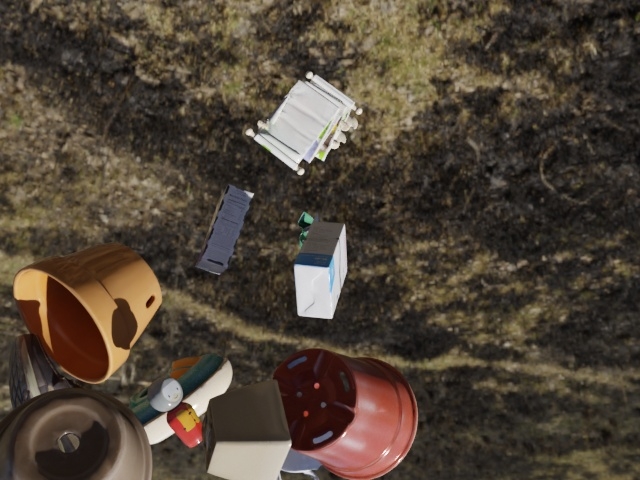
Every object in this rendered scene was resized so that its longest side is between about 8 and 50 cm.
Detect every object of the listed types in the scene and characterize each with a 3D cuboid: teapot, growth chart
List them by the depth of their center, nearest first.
[{"bbox_3d":[-0.025,-0.251,1.405,0.172,0.237,0.021,42,156,-7],"label":"growth chart"},{"bbox_3d":[-0.027,0.538,1.804,0.187,0.252,0.255,27,108,3],"label":"teapot"}]

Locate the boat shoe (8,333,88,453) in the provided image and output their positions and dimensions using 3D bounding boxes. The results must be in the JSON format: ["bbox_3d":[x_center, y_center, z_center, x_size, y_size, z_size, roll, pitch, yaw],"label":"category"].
[{"bbox_3d":[-0.550,0.359,1.378,0.130,0.355,0.132,-9,159,-44],"label":"boat shoe"}]

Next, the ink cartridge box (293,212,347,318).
[{"bbox_3d":[0.006,0.037,1.125,0.060,0.180,0.104,3,122,12],"label":"ink cartridge box"}]

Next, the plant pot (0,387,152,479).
[{"bbox_3d":[-0.369,0.322,0.954,0.263,0.262,0.229,9,148,-16],"label":"plant pot"}]

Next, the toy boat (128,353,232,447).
[{"bbox_3d":[-0.310,0.332,1.411,0.268,0.148,0.318,-35,-172,-12],"label":"toy boat"}]

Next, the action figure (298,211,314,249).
[{"bbox_3d":[0.000,0.000,1.919,0.064,0.137,0.232,6,177,19],"label":"action figure"}]

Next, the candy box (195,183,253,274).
[{"bbox_3d":[-0.240,-0.024,1.632,0.070,0.196,0.165,20,166,-12],"label":"candy box"}]

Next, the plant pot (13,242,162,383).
[{"bbox_3d":[-0.492,0.136,1.446,0.291,0.203,0.290,18,127,26],"label":"plant pot"}]

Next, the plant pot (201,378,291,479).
[{"bbox_3d":[-0.109,0.267,0.912,0.096,0.109,0.109,4,129,-20],"label":"plant pot"}]

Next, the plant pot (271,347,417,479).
[{"bbox_3d":[0.032,0.350,1.375,0.273,0.272,0.265,-12,154,23],"label":"plant pot"}]
